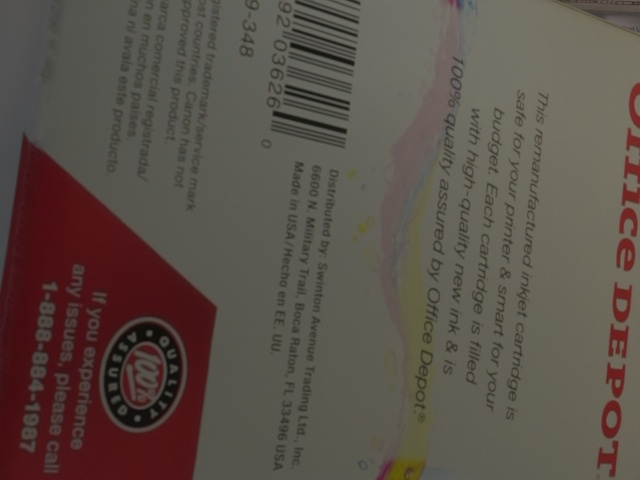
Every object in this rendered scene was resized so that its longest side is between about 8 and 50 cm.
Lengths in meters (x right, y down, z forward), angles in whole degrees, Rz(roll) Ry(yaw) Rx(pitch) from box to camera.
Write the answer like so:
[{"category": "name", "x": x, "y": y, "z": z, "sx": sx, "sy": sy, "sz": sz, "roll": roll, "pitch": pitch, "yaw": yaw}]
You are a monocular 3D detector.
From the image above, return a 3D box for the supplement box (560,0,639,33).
[{"category": "supplement box", "x": 0.197, "y": -0.114, "z": 0.704, "sx": 0.073, "sy": 0.130, "sz": 0.239, "roll": 6, "pitch": -153, "yaw": 18}]

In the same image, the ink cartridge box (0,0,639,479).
[{"category": "ink cartridge box", "x": 0.000, "y": 0.000, "z": 0.454, "sx": 0.306, "sy": 0.226, "sz": 0.131, "roll": 12, "pitch": 173, "yaw": -37}]
